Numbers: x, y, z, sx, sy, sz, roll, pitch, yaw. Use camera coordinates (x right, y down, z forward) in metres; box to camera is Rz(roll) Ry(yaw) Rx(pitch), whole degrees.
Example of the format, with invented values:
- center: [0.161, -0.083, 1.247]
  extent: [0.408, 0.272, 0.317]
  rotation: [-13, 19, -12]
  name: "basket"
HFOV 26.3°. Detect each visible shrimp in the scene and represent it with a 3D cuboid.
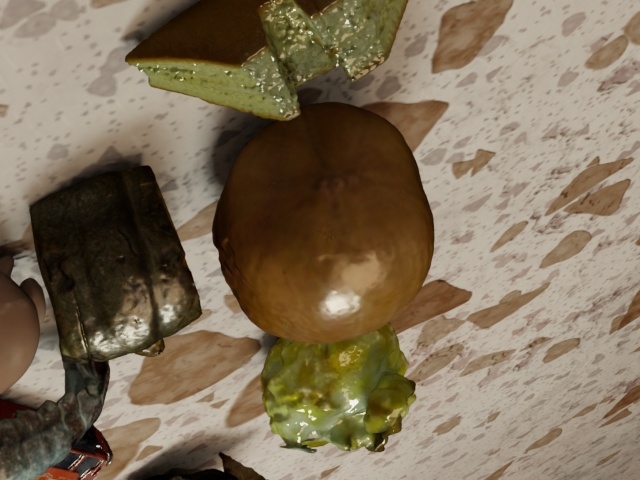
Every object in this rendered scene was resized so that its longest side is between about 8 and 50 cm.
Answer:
- center: [-0.364, 0.195, 1.231]
  extent: [0.410, 0.166, 0.221]
  rotation: [-13, 154, -32]
  name: "shrimp"

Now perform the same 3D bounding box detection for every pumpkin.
- center: [-0.177, 0.053, 1.207]
  extent: [0.131, 0.126, 0.248]
  rotation: [-23, 156, -10]
  name: "pumpkin"

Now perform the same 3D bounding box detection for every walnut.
- center: [0.000, 0.000, 1.217]
  extent: [0.203, 0.203, 0.298]
  rotation: [-22, 158, -16]
  name: "walnut"

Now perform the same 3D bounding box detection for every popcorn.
- center: [0.028, 0.171, 1.591]
  extent: [0.198, 0.212, 0.198]
  rotation: [-26, 128, -39]
  name: "popcorn"

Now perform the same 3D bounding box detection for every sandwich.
- center: [-0.019, -0.159, 1.012]
  extent: [0.244, 0.088, 0.090]
  rotation: [-29, 152, 1]
  name: "sandwich"

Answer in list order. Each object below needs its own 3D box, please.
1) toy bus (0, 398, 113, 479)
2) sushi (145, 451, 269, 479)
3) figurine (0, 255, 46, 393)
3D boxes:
- center: [-0.314, 0.227, 1.467]
  extent: [0.096, 0.073, 0.235]
  rotation: [-41, 153, 9]
  name: "toy bus"
- center: [-0.216, 0.413, 1.825]
  extent: [0.343, 0.196, 0.182]
  rotation: [-31, 175, 17]
  name: "sushi"
- center: [-0.299, 0.076, 1.143]
  extent: [0.125, 0.125, 0.138]
  rotation: [-41, 169, 24]
  name: "figurine"
